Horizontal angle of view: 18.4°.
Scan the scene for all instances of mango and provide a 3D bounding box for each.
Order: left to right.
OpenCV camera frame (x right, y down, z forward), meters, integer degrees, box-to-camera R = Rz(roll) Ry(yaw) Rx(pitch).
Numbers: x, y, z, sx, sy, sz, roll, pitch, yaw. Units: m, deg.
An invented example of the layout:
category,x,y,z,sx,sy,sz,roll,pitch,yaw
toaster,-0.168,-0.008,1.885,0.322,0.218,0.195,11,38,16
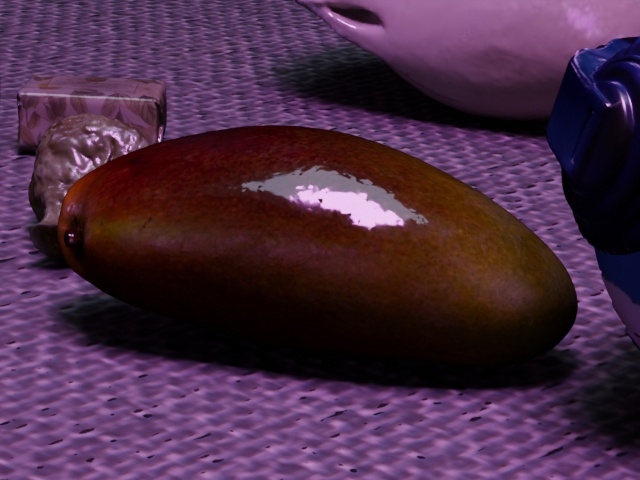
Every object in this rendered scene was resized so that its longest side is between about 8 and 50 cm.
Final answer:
category,x,y,z,sx,sy,sz,roll,pitch,yaw
mango,0.000,0.000,1.001,0.267,0.111,0.133,11,9,7

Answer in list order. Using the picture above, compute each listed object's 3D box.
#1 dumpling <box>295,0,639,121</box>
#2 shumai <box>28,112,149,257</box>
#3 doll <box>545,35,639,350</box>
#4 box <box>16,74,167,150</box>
category,x,y,z,sx,sy,sz,roll,pitch,yaw
dumpling,0.163,-0.180,1.457,0.341,0.181,0.260,-15,4,18
shumai,-0.140,-0.025,1.113,0.083,0.082,0.080,-12,13,25
doll,0.243,-0.004,0.876,0.284,0.240,0.310,14,22,-14
box,-0.152,-0.083,1.314,0.098,0.045,0.062,1,18,-1
